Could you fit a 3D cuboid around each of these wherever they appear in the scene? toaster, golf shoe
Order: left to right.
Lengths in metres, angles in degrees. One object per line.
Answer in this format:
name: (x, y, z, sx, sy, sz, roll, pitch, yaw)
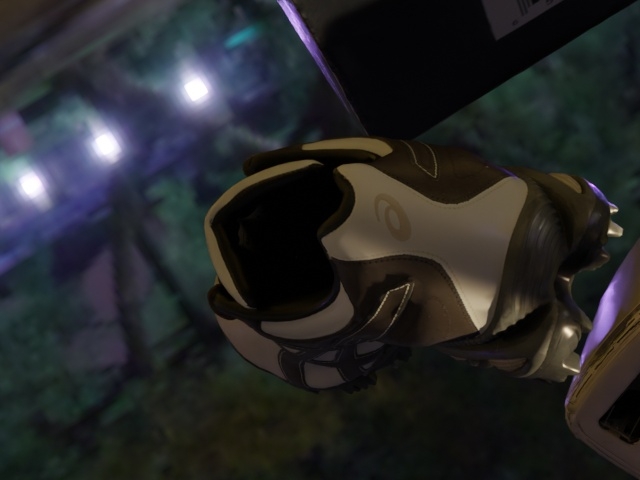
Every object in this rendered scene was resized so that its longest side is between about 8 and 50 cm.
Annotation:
golf shoe: (0.000, 0.000, 0.590, 0.198, 0.094, 0.077, -14, -118, 61)
toaster: (0.247, 0.057, 1.241, 0.227, 0.129, 0.146, -57, -179, 44)

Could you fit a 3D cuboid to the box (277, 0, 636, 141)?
box: (0.037, -0.299, 0.979, 0.293, 0.395, 0.212, -32, 153, 1)
